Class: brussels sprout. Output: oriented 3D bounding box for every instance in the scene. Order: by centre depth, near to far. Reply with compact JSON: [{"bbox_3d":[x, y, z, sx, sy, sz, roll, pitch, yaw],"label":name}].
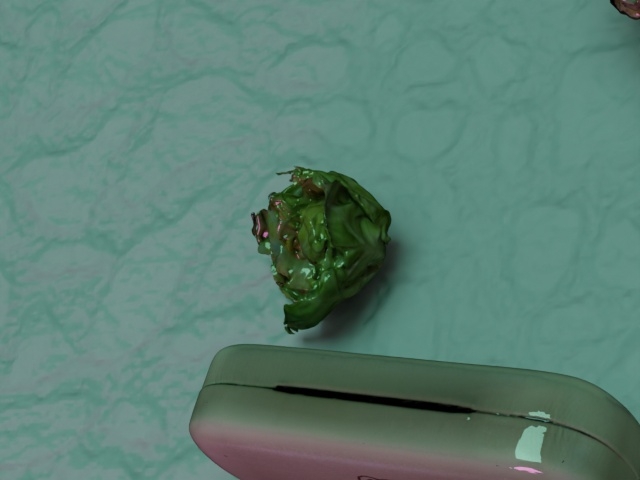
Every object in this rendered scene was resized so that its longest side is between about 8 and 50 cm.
[{"bbox_3d":[0.000,0.000,0.893,0.085,0.058,0.085,-5,84,52],"label":"brussels sprout"}]

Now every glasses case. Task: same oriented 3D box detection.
[{"bbox_3d":[0.038,0.083,0.802,0.196,0.083,0.050,3,65,32],"label":"glasses case"}]

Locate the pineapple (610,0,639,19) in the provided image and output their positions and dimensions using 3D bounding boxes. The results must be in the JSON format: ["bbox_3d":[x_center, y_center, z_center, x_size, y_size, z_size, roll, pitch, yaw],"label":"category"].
[{"bbox_3d":[0.205,-0.161,0.820,0.221,0.047,0.221,-10,55,15],"label":"pineapple"}]
